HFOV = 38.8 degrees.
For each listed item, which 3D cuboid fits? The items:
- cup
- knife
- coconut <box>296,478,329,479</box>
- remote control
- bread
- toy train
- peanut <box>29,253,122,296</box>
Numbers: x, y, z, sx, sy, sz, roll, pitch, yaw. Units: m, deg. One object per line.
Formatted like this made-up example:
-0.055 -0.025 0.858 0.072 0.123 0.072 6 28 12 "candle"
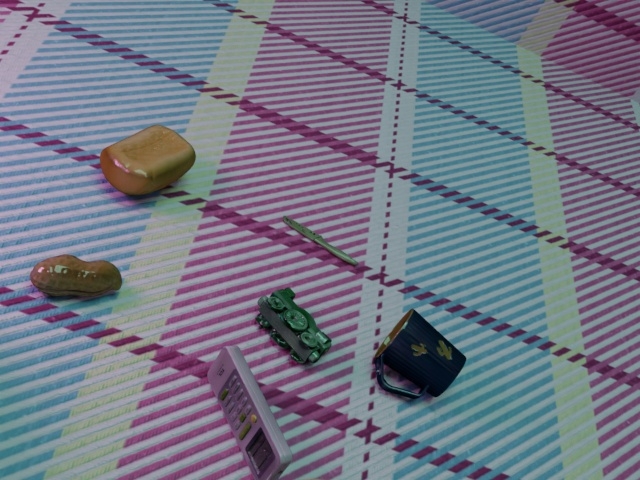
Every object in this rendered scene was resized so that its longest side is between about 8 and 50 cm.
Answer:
0.202 0.255 1.896 0.155 0.131 0.176 37 68 1 "cup"
0.000 0.000 2.112 0.207 0.014 0.030 32 40 2 "knife"
-0.005 0.471 1.491 0.161 0.161 0.162 33 40 3 "coconut"
-0.130 0.311 1.625 0.034 0.103 0.250 -4 51 -39 "remote control"
-0.378 -0.168 1.983 0.147 0.098 0.217 41 37 14 "bread"
-0.052 0.176 1.849 0.178 0.071 0.105 45 30 19 "toy train"
-0.456 0.065 1.703 0.174 0.080 0.080 6 45 -33 "peanut"
